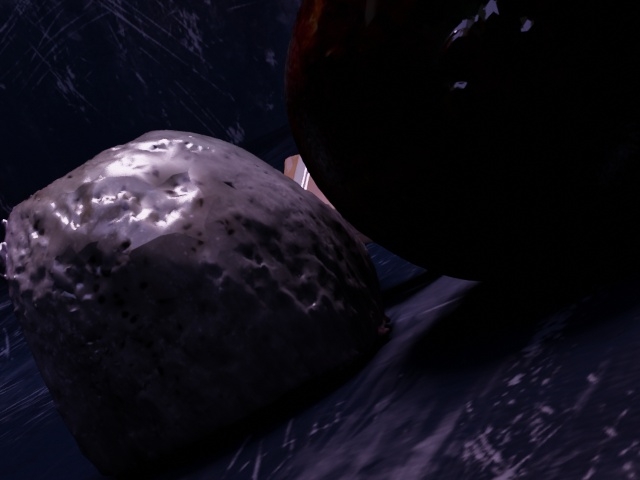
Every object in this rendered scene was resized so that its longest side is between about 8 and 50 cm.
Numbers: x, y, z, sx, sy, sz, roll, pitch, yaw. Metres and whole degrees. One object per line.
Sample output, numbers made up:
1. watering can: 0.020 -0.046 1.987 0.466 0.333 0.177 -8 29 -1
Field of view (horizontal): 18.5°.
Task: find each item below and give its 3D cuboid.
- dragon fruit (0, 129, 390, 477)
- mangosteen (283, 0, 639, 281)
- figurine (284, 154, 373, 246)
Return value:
1. dragon fruit: -0.086 0.018 1.461 0.204 0.221 0.283 -30 3 24
2. mangosteen: 0.116 -0.118 1.383 0.311 0.311 0.311 -26 7 3
3. figurine: -0.003 -0.002 1.666 0.237 0.141 0.162 -32 36 35
